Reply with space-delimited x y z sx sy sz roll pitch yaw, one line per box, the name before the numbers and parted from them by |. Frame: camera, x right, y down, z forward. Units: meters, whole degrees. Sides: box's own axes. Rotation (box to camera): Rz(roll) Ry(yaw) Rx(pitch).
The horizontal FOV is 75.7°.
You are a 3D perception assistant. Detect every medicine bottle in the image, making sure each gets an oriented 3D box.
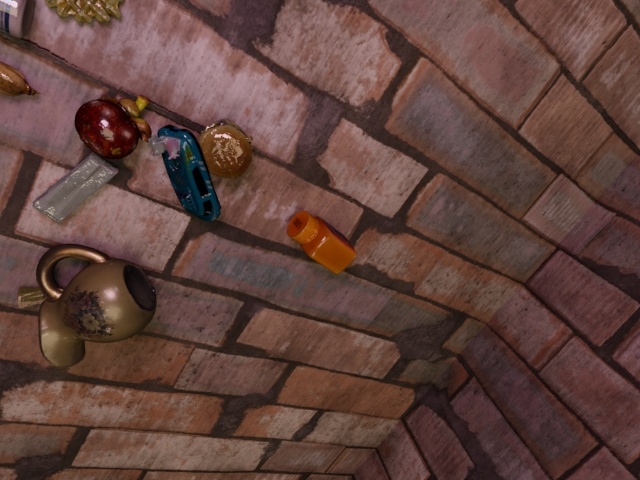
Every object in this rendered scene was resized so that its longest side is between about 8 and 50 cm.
medicine bottle | 0.001 -0.001 1.383 0.112 0.149 0.222 -47 126 10
medicine bottle | -0.690 -0.491 0.811 0.192 0.107 0.107 15 115 -28

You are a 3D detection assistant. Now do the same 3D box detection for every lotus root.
lotus root | -0.709 -0.364 0.915 0.152 0.063 0.072 21 149 -35

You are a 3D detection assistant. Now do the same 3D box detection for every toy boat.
toy boat | -0.368 -0.156 1.115 0.092 0.134 0.298 -52 148 -37

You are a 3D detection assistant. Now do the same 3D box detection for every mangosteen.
mangosteen | -0.505 -0.285 1.020 0.146 0.181 0.156 -19 120 45

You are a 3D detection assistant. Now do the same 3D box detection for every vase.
vase | -0.675 0.161 1.187 0.303 0.241 0.329 -26 105 2

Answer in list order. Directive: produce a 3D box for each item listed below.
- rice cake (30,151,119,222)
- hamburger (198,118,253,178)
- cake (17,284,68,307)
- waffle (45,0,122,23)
rice cake | -0.651 -0.141 1.098 0.226 0.040 0.085 -38 127 5
hamburger | -0.272 -0.240 1.130 0.185 0.131 0.159 -38 124 10
cake | -0.826 0.158 1.235 0.140 0.055 0.051 -10 125 -37
waffle | -0.513 -0.566 0.878 0.169 0.036 0.183 -9 125 -19
